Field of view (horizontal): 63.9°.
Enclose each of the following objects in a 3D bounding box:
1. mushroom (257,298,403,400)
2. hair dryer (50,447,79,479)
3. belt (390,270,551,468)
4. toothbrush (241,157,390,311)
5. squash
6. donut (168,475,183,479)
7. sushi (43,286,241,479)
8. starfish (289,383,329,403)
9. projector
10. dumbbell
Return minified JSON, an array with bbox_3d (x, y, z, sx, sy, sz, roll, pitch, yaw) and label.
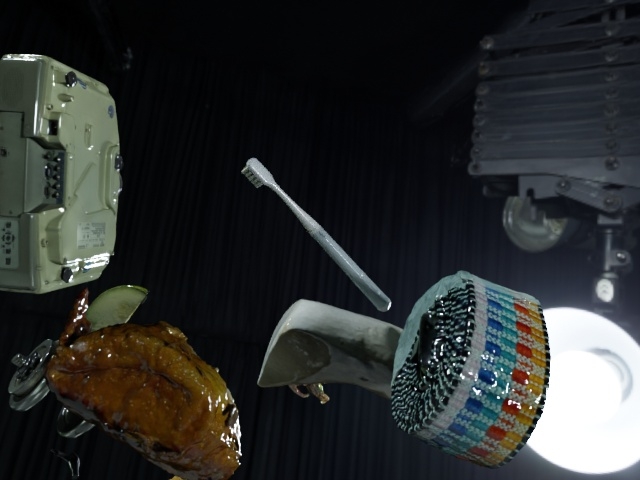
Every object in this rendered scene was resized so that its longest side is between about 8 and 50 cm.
[{"bbox_3d":[0.103,0.225,0.912,0.397,0.177,0.126,18,30,-9],"label":"mushroom"},{"bbox_3d":[-0.610,0.525,1.222,0.083,0.031,0.079,50,-10,-32],"label":"hair dryer"},{"bbox_3d":[0.193,0.163,0.690,0.150,0.257,0.207,28,-54,-6],"label":"belt"},{"bbox_3d":[0.002,-0.001,0.824,0.342,0.025,0.030,45,-43,-18],"label":"toothbrush"},{"bbox_3d":[-0.483,0.170,1.170,0.093,0.169,0.252,36,-21,-14],"label":"squash"},{"bbox_3d":[-0.140,0.498,0.809,0.299,0.150,0.317,38,-17,-12],"label":"donut"},{"bbox_3d":[-0.223,0.193,0.666,0.297,0.166,0.179,24,-7,2],"label":"sushi"},{"bbox_3d":[-0.018,0.332,1.269,0.150,0.053,0.209,-5,-55,27],"label":"starfish"},{"bbox_3d":[-0.321,-0.077,0.654,0.088,0.269,0.193,4,4,4],"label":"projector"},{"bbox_3d":[-0.647,0.374,1.296,0.192,0.192,0.290,-7,-45,45],"label":"dumbbell"}]
